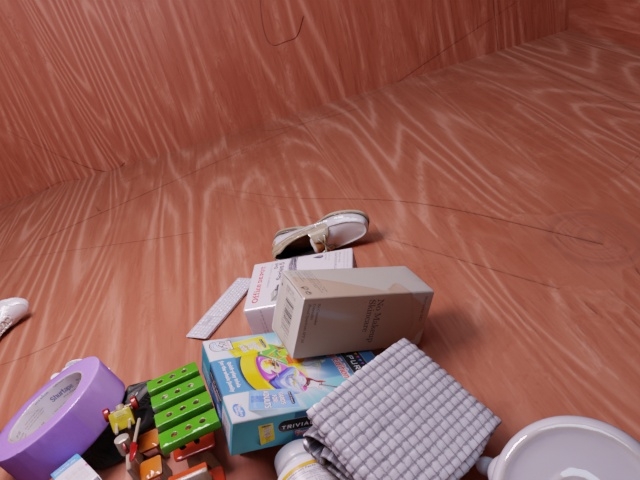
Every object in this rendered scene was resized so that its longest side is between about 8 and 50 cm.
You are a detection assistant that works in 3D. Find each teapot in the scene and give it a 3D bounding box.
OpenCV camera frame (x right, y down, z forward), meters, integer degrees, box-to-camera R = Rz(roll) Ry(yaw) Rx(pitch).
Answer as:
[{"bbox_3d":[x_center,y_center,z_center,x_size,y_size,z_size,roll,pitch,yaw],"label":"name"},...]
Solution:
[{"bbox_3d":[0.379,0.379,0.809,0.253,0.187,0.256,-32,56,11],"label":"teapot"}]

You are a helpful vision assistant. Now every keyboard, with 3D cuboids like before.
[{"bbox_3d":[-0.270,0.183,1.571,0.072,0.014,0.256,4,36,30],"label":"keyboard"}]

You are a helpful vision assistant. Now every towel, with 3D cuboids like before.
[{"bbox_3d":[0.133,0.325,0.955,0.235,0.121,0.284,43,47,22],"label":"towel"}]

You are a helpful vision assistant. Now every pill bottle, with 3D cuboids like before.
[{"bbox_3d":[-0.007,0.436,0.943,0.118,0.117,0.208,-23,32,-11],"label":"pill bottle"}]

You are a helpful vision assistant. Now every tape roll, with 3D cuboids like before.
[{"bbox_3d":[-0.561,0.383,1.224,0.275,0.090,0.274,-31,21,13],"label":"tape roll"}]

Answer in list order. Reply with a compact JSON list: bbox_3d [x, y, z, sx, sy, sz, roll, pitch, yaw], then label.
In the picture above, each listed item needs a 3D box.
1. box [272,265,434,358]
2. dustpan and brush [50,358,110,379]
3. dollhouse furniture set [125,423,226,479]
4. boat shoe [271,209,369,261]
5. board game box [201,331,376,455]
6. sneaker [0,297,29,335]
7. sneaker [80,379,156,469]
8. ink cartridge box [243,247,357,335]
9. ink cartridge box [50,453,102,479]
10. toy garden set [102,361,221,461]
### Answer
[{"bbox_3d":[0.069,0.145,1.200,0.311,0.147,0.121,-2,26,-26],"label":"box"},{"bbox_3d":[-0.606,0.345,1.417,0.211,0.060,0.147,-6,32,16],"label":"dustpan and brush"},{"bbox_3d":[-0.243,0.398,1.094,0.262,0.135,0.259,-21,31,-9],"label":"dollhouse furniture set"},{"bbox_3d":[0.000,0.000,1.659,0.303,0.113,0.103,-17,31,18],"label":"boat shoe"},{"bbox_3d":[-0.046,0.280,1.139,0.336,0.079,0.254,-4,26,-23],"label":"board game box"},{"bbox_3d":[-0.979,0.267,1.707,0.232,0.090,0.115,-37,43,-17],"label":"sneaker"},{"bbox_3d":[-0.426,0.395,1.243,0.227,0.087,0.130,-47,13,-13],"label":"sneaker"},{"bbox_3d":[-0.040,0.138,1.439,0.273,0.114,0.198,-10,31,9],"label":"ink cartridge box"},{"bbox_3d":[-0.422,0.473,1.040,0.062,0.104,0.181,-37,20,-32],"label":"ink cartridge box"},{"bbox_3d":[-0.308,0.346,1.092,0.204,0.049,0.244,-22,21,-15],"label":"toy garden set"}]
